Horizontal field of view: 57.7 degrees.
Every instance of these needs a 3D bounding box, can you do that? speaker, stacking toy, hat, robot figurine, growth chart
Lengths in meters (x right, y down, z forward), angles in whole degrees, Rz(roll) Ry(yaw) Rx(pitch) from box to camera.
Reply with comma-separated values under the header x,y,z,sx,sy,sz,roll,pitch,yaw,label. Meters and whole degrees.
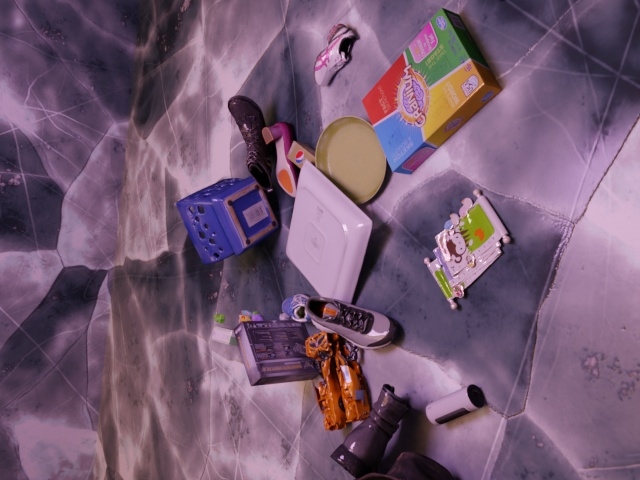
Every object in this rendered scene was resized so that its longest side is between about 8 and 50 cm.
x,y,z,sx,sy,sz,roll,pitch,yaw,label
0.300,0.367,1.297,0.136,0.055,0.055,-42,56,42,speaker
-0.226,0.253,1.893,0.221,0.167,0.052,4,89,53,stacking toy
0.219,0.557,1.281,0.331,0.331,0.133,-37,21,45,hat
0.041,0.365,1.608,0.211,0.085,0.290,-39,58,43,robot figurine
0.325,0.016,1.315,0.237,0.021,0.172,-58,45,32,growth chart

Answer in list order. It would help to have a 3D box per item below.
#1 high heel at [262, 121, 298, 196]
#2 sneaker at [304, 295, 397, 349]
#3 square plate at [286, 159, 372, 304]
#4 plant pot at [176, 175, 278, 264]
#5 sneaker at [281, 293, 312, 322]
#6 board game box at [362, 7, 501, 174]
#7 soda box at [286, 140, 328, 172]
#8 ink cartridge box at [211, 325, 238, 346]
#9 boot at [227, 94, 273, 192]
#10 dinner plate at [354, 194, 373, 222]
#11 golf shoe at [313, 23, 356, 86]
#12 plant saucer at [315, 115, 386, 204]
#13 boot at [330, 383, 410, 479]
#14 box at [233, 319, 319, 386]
x,y,z,sx,sy,sz,roll,pitch,yaw,label
-0.097,-0.262,1.866,0.082,0.117,0.244,-27,88,46,high heel
0.072,0.210,1.513,0.272,0.108,0.100,11,70,33,sneaker
0.000,0.000,1.653,0.347,0.049,0.343,47,137,41,square plate
-0.286,-0.076,1.897,0.212,0.236,0.235,-8,111,44,plant pot
-0.061,0.204,1.752,0.211,0.081,0.080,-3,87,54,sneaker
0.251,-0.348,1.394,0.316,0.064,0.242,-45,55,41,board game box
-0.026,-0.235,1.746,0.181,0.061,0.058,45,116,44,soda box
-0.222,0.325,1.878,0.235,0.171,0.056,2,76,52,ink cartridge box
-0.211,-0.307,1.839,0.091,0.263,0.228,-21,41,16,boot
0.095,-0.057,1.621,0.141,0.017,0.141,-3,86,54,dinner plate
0.039,-0.525,1.677,0.086,0.068,0.186,51,126,39,golf shoe
0.088,-0.217,1.582,0.241,0.037,0.240,10,106,39,plant saucer
0.143,0.482,1.427,0.118,0.338,0.222,34,73,17,boot
-0.124,0.324,1.705,0.056,0.231,0.183,-47,54,36,box
